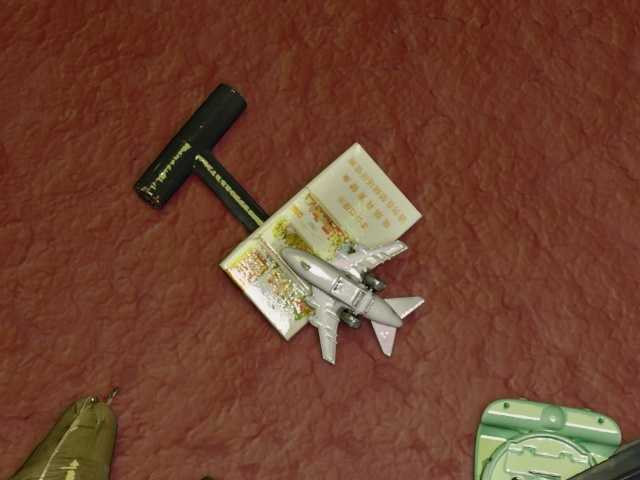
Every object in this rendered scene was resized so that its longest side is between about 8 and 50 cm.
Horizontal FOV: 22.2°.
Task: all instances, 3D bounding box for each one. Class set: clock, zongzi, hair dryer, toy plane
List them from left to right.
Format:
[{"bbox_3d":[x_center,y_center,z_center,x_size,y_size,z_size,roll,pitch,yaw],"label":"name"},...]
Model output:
[{"bbox_3d":[-0.320,0.243,1.836,0.178,0.081,0.189,-1,64,12],"label":"zongzi"},{"bbox_3d":[-0.096,-0.073,1.955,0.195,0.050,0.173,35,76,8],"label":"hair dryer"},{"bbox_3d":[0.029,0.057,1.868,0.171,0.065,0.162,32,91,-17],"label":"toy plane"},{"bbox_3d":[0.245,0.286,1.804,0.159,0.066,0.211,7,72,5],"label":"clock"}]

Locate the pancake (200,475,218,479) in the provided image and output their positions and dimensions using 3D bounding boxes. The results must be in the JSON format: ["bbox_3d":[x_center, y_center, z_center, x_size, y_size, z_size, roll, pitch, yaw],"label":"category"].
[{"bbox_3d":[-0.159,0.423,1.660,0.305,0.067,0.427,-23,34,1],"label":"pancake"}]

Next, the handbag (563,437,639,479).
[{"bbox_3d":[0.301,0.385,1.710,0.326,0.118,0.269,-25,98,-7],"label":"handbag"}]

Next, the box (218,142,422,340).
[{"bbox_3d":[0.000,0.000,1.914,0.220,0.032,0.122,-42,93,-12],"label":"box"}]
